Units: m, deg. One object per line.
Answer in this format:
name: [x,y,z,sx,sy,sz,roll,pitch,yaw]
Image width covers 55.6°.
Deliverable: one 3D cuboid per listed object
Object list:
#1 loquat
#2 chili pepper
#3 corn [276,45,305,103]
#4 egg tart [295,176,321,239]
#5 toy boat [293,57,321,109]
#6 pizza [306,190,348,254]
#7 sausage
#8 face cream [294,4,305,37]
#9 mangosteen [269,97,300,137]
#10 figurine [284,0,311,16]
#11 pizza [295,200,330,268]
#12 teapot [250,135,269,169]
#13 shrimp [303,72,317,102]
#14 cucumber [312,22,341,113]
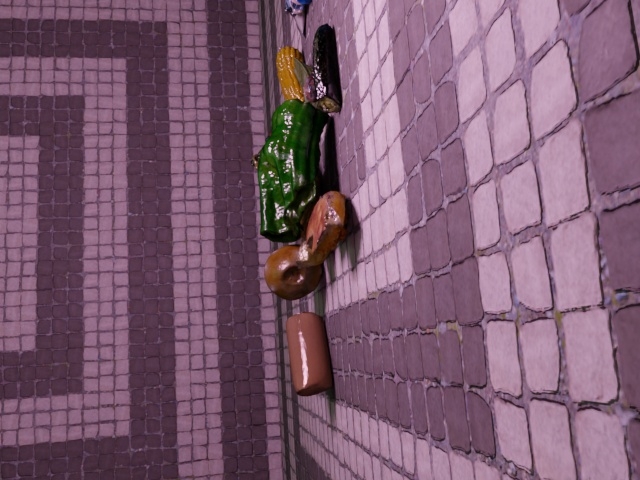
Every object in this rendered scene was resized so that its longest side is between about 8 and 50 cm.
loquat: [-0.084,0.097,1.875,0.227,0.179,0.179,-164,72,-85]
chili pepper: [-0.086,-0.189,1.619,0.213,0.168,0.384,117,163,-83]
corn: [-0.091,-0.529,2.019,0.102,0.102,0.313,99,165,-50]
egg tart: [-0.057,-0.124,1.852,0.291,0.107,0.290,-171,90,-70]
toy boat: [-0.037,-0.463,1.846,0.093,0.055,0.293,97,166,-46]
pizza: [0.025,-0.041,1.482,0.305,0.086,0.161,-144,69,-81]
sausage: [-0.034,0.346,1.811,0.123,0.123,0.252,99,166,-50]
face cream: [-0.081,-0.840,1.992,0.143,0.089,0.314,-110,9,-53]
mangosteen: [-0.096,-0.339,1.892,0.156,0.146,0.181,-105,-3,-71]
figurine: [-0.069,-0.765,1.910,0.136,0.077,0.079,178,112,-73]
pizza: [-0.003,0.005,1.720,0.204,0.081,0.188,86,-158,-71]
teapot: [-0.175,-0.293,2.323,0.269,0.183,0.173,98,166,-50]
shrimp: [-0.009,-0.413,1.625,0.190,0.075,0.073,-87,-8,-65]
cucumber: [0.010,-0.443,1.538,0.067,0.067,0.245,117,148,-71]
